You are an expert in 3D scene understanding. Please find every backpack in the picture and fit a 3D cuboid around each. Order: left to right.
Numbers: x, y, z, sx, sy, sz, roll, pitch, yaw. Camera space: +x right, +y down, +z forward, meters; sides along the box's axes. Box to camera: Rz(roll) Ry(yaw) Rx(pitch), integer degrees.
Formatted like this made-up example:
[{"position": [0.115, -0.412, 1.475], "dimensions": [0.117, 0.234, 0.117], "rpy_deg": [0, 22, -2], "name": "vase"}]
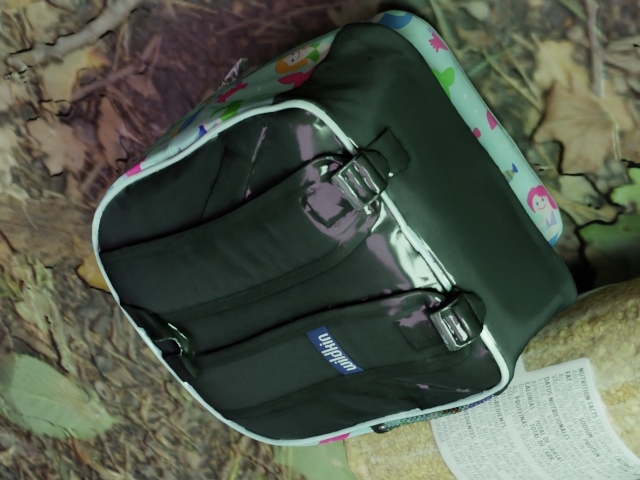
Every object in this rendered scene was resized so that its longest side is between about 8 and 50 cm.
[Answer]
[{"position": [0.000, 0.000, 1.025], "dimensions": [0.253, 0.191, 0.225], "rpy_deg": [-26, 107, 40], "name": "backpack"}]

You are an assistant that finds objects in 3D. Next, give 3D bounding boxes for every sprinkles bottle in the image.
[{"position": [0.165, 0.088, 1.037], "dimensions": [0.355, 0.121, 0.121], "rpy_deg": [-23, 111, 47], "name": "sprinkles bottle"}]
